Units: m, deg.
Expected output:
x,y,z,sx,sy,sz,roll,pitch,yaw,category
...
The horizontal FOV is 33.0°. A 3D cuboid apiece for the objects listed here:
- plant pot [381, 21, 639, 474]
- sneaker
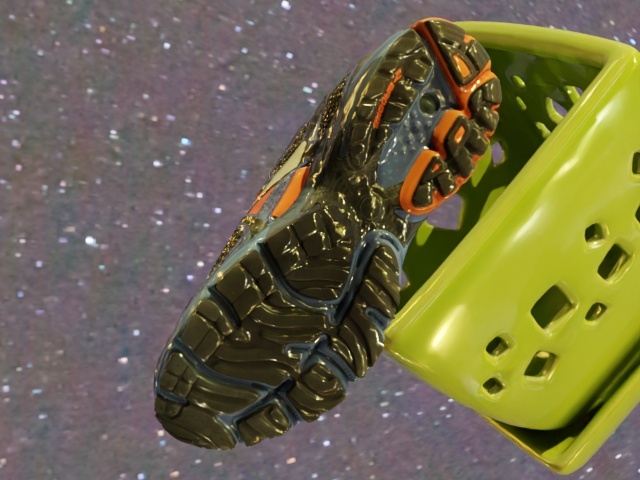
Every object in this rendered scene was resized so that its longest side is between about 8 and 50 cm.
x,y,z,sx,sy,sz,roll,pitch,yaw,category
0.131,0.008,0.731,0.228,0.207,0.227,-49,-153,-3,plant pot
0.000,0.000,0.499,0.083,0.087,0.221,41,-102,-17,sneaker
